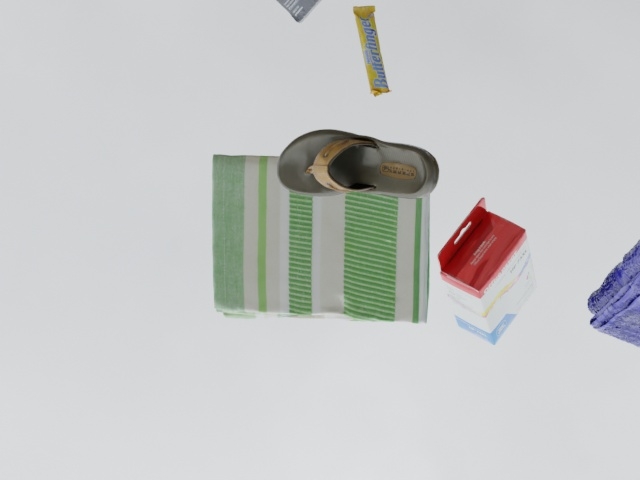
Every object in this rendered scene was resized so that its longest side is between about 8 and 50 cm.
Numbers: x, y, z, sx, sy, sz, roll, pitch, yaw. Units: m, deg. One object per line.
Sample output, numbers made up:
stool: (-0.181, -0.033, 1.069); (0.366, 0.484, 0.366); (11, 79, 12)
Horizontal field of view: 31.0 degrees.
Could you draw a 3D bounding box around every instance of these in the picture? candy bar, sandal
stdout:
candy bar: (0.088, -0.320, 1.953); (0.040, 0.018, 0.161); (-8, -99, -17)
sandal: (0.039, -0.088, 1.452); (0.219, 0.090, 0.060); (11, -164, 25)

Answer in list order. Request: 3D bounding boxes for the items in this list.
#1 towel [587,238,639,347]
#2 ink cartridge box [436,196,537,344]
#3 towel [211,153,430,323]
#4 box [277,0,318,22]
towel: (0.505, 0.101, 1.606); (0.228, 0.308, 0.076); (27, -107, 7)
ink cartridge box: (0.268, 0.051, 1.843); (0.078, 0.231, 0.134); (29, -109, 30)
towel: (0.000, 0.000, 1.707); (0.325, 0.248, 0.038); (2, -172, 9)
box: (-0.037, -0.660, 2.332); (0.294, 0.183, 0.296); (42, -111, -7)
